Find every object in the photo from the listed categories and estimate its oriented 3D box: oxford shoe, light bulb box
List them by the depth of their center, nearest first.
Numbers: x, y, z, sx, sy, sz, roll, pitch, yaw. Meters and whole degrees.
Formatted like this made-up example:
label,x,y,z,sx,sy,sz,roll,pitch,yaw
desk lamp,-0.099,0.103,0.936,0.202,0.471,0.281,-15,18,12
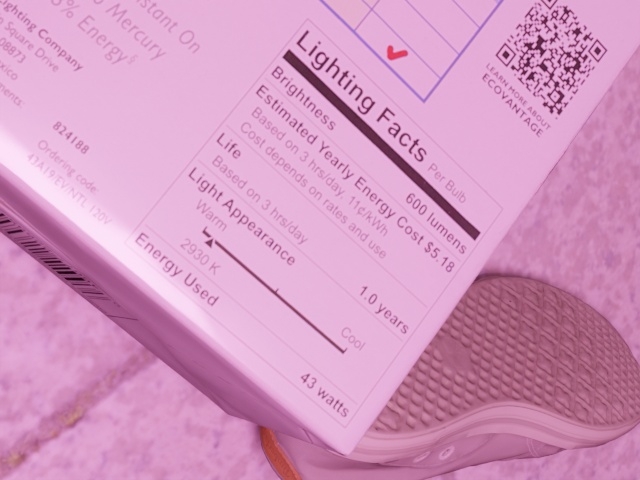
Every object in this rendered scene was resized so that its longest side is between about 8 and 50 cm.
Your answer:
label,x,y,z,sx,sy,sz,roll,pitch,yaw
light bulb box,-0.044,-0.121,0.816,0.358,0.225,0.361,42,75,-17
oxford shoe,0.121,0.129,1.108,0.449,0.169,0.130,-2,145,-43
